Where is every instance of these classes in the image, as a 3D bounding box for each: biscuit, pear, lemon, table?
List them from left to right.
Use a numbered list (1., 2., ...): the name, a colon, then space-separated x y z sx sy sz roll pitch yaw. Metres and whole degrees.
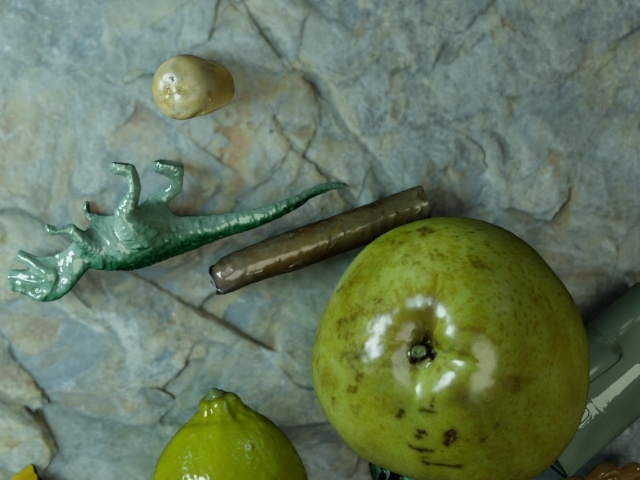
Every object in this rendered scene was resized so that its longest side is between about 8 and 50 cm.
1. lemon: -0.099 0.286 1.525 0.184 0.184 0.248 -1 83 -17
2. pear: 0.142 0.117 1.480 0.304 0.304 0.303 -5 106 -16
3. biscuit: 0.317 0.318 1.703 0.184 0.027 0.133 2 139 -36
4. table: 0.335 0.166 1.652 0.220 0.126 0.126 -39 112 -4

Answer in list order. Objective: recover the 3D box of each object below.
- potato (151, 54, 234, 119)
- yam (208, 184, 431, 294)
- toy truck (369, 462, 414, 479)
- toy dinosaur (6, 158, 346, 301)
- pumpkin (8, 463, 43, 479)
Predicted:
1. potato: -0.133 -0.161 1.456 0.083 0.062 0.068 -12 125 -36
2. yam: 0.000 0.000 1.545 0.264 0.046 0.046 -20 110 -13
3. toy truck: 0.097 0.329 1.650 0.080 0.078 0.154 4 103 -20
4. toy dinosaur: -0.156 -0.045 1.472 0.383 0.076 0.129 -18 116 -8
5. pumpkin: -0.305 0.292 1.512 0.054 0.083 0.074 -25 114 -6
